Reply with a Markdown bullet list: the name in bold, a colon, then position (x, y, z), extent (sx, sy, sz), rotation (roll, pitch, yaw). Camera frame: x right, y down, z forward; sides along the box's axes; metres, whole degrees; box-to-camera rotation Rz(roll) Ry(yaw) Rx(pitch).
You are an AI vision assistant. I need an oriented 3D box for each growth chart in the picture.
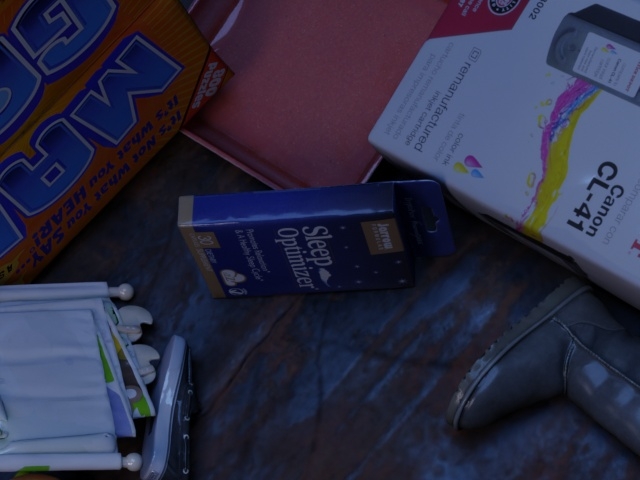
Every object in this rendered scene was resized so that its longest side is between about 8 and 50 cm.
- **growth chart**: position (-0.222, 0.114, 1.653), extent (0.172, 0.021, 0.237), rotation (5, 40, -16)

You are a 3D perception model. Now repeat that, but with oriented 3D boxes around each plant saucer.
- **plant saucer**: position (-0.007, -0.174, 1.794), extent (0.259, 0.048, 0.258), rotation (32, 86, 25)

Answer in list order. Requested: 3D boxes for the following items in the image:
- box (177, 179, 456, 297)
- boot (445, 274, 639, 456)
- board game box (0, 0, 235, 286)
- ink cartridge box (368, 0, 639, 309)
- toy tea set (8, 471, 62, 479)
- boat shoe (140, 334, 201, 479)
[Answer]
- **box**: position (0.000, 0.000, 1.671), extent (0.225, 0.136, 0.036), rotation (-5, 60, 9)
- **boot**: position (0.236, 0.145, 1.589), extent (0.190, 0.076, 0.208), rotation (-43, 69, -10)
- **board game box**: position (-0.367, -0.195, 1.698), extent (0.356, 0.356, 0.356), rotation (-46, 62, -4)
- **ink cartridge box**: position (0.231, -0.097, 1.643), extent (0.306, 0.131, 0.226), rotation (30, 87, 30)
- **toy tea set**: position (-0.271, 0.234, 1.573), extent (0.336, 0.124, 0.200), rotation (30, 43, 25)
- **boat shoe**: position (-0.127, 0.151, 1.672), extent (0.040, 0.049, 0.142), rotation (18, 57, -17)
